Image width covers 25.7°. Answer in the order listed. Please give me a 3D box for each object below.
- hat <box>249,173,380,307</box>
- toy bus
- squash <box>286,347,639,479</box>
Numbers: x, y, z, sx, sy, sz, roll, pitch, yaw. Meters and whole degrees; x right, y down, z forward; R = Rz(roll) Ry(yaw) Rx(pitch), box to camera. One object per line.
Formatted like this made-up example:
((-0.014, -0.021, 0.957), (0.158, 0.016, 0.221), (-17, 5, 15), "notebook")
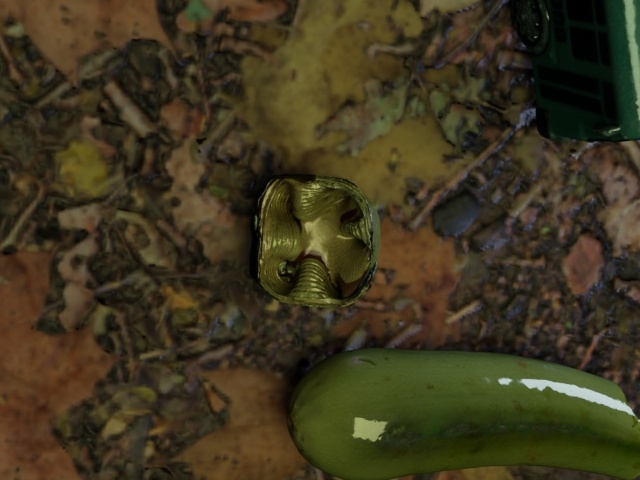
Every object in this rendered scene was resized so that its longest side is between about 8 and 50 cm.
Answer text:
((-0.001, 0.000, 0.838), (0.076, 0.059, 0.077), (5, 92, 13), "hat")
((0.185, -0.183, 0.812), (0.128, 0.147, 0.256), (-15, 107, -15), "toy bus")
((0.096, 0.113, 0.893), (0.250, 0.083, 0.083), (5, 101, -24), "squash")
